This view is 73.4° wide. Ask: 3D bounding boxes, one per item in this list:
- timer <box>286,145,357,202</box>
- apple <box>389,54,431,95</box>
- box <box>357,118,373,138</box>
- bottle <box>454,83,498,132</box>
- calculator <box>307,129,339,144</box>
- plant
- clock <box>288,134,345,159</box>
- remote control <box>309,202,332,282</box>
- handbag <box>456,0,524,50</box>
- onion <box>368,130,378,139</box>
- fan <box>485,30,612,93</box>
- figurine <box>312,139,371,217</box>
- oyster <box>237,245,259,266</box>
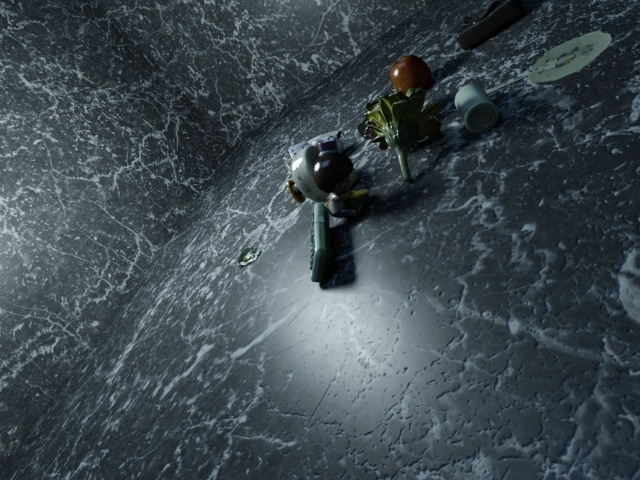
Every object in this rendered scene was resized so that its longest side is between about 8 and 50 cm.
[{"bbox_3d":[0.004,-0.274,1.722,0.240,0.233,0.233,-30,28,32],"label":"timer"},{"bbox_3d":[0.412,-0.756,1.970,0.181,0.168,0.181,-34,20,15],"label":"apple"},{"bbox_3d":[0.265,-0.562,2.018,0.201,0.042,0.212,-38,26,9],"label":"box"},{"bbox_3d":[0.506,-0.447,1.418,0.104,0.104,0.245,-30,28,24],"label":"bottle"},{"bbox_3d":[-0.004,-0.532,2.360,0.268,0.040,0.177,-9,41,49],"label":"calculator"},{"bbox_3d":[0.258,-0.371,1.490,0.261,0.306,0.297,25,97,34],"label":"plant"},{"bbox_3d":[-0.003,-0.412,2.045,0.254,0.189,0.189,-26,27,4],"label":"clock"},{"bbox_3d":[0.000,0.000,1.442,0.335,0.066,0.128,-92,11,-57],"label":"remote control"},{"bbox_3d":[0.751,-0.996,1.935,0.285,0.113,0.257,-27,22,31],"label":"handbag"},{"bbox_3d":[0.321,-0.482,1.753,0.250,0.111,0.247,-46,0,17],"label":"onion"},{"bbox_3d":[0.710,-0.558,1.402,0.415,0.012,0.233,-15,36,43],"label":"fan"},{"bbox_3d":[0.062,-0.212,1.489,0.158,0.275,0.161,-30,28,-8],"label":"figurine"},{"bbox_3d":[-0.306,0.074,1.858,0.100,0.037,0.098,9,72,35],"label":"oyster"}]
